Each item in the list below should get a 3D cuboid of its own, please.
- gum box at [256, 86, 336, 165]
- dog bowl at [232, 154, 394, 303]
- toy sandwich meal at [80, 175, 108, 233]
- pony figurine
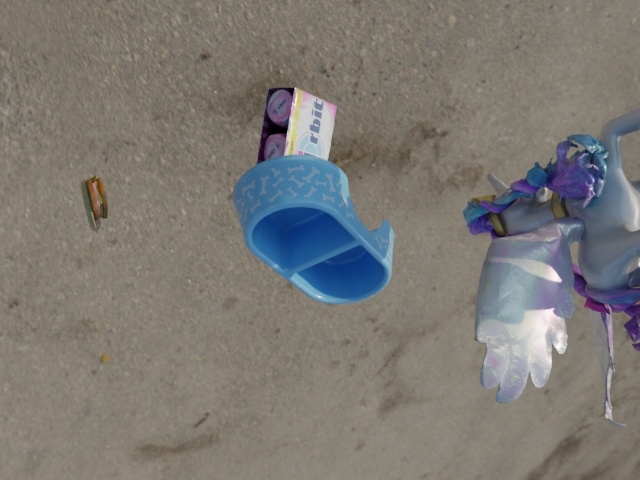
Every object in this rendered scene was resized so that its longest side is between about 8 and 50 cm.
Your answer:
[{"bbox_3d":[-0.043,-0.142,0.978,0.107,0.062,0.188,9,90,-51],"label":"gum box"},{"bbox_3d":[0.000,0.000,0.859,0.166,0.074,0.297,-25,139,22],"label":"dog bowl"},{"bbox_3d":[-0.304,-0.051,0.815,0.029,0.085,0.085,-13,132,-17],"label":"toy sandwich meal"},{"bbox_3d":[0.336,0.017,0.699,0.303,0.351,0.363,26,145,-38],"label":"pony figurine"}]
